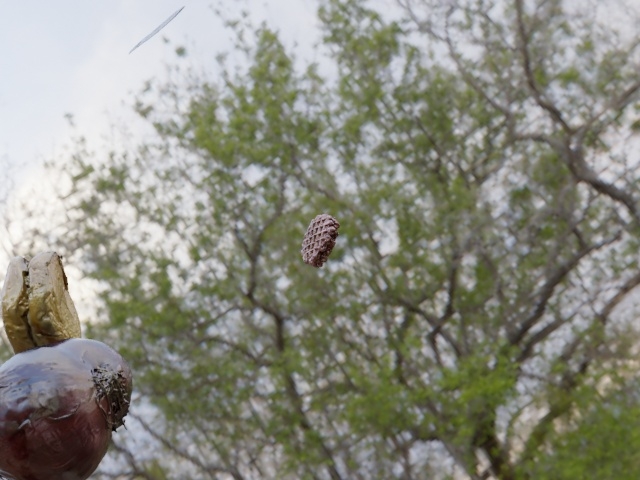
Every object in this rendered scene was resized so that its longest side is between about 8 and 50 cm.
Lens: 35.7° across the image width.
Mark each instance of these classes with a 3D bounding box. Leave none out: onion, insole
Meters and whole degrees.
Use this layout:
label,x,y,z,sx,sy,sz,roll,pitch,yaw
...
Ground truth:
label,x,y,z,sx,sy,sz,roll,pitch,yaw
onion,-0.410,0.260,1.557,0.281,0.221,0.281,-29,17,10
insole,-0.204,-0.259,1.231,0.135,0.002,0.045,-17,32,54

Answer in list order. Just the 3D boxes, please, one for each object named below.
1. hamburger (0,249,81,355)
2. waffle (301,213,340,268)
label,x,y,z,sx,sy,sz,roll,pitch,yaw
hamburger,-0.495,0.130,1.771,0.108,0.214,0.214,-7,-25,-3
waffle,0.000,0.000,1.364,0.029,0.083,0.075,21,-79,-20
